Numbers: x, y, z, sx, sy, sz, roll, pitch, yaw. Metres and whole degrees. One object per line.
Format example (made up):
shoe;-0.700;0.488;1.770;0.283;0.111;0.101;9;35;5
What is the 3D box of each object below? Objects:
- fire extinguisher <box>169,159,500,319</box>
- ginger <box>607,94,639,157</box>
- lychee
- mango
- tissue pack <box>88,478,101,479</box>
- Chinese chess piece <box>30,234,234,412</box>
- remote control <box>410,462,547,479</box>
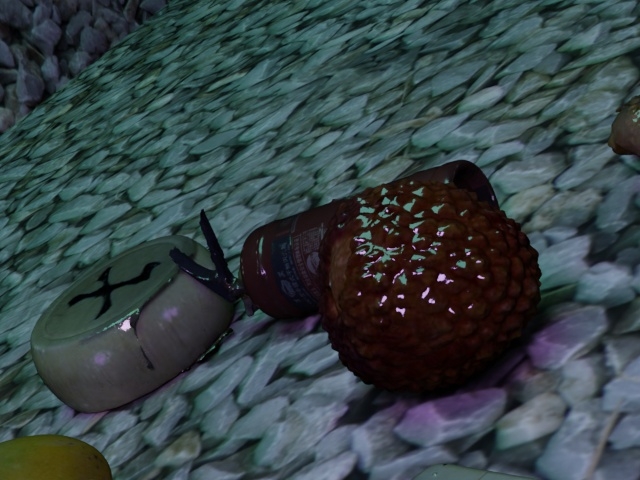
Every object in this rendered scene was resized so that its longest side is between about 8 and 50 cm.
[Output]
fire extinguisher;0.000;0.000;1.484;0.344;0.138;0.102;-17;20;32
ginger;0.337;-0.099;1.321;0.122;0.084;0.290;-41;20;-11
lychee;0.089;0.033;1.231;0.188;0.188;0.188;-27;19;10
mango;-0.277;0.252;1.255;0.156;0.114;0.251;25;39;27
tissue pack;-0.068;0.263;0.842;0.145;0.194;0.274;-40;21;-27
Chinese chess piece;-0.201;0.086;1.634;0.237;0.092;0.238;-26;20;10
remote control;0.127;0.192;0.971;0.098;0.038;0.233;-43;23;-30
